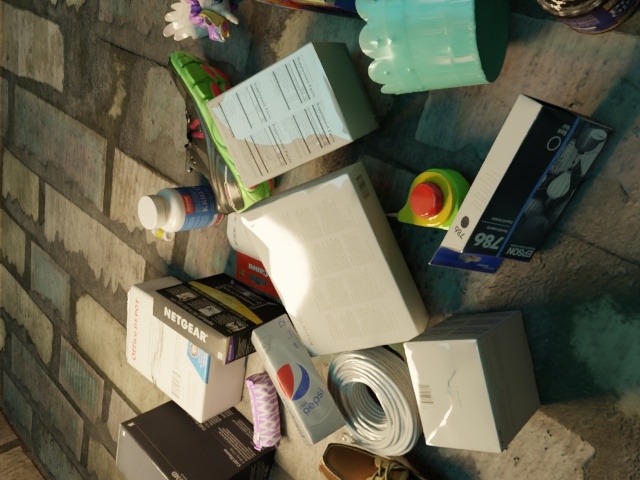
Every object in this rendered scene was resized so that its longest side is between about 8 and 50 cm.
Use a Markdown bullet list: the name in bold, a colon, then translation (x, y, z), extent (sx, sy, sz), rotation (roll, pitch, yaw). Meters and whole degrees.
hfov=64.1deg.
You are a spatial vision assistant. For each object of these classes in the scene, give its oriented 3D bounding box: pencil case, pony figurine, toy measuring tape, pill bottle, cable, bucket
- **pencil case**: translation (-0.164, 0.482, 1.452), extent (0.086, 0.088, 0.206), rotation (-2, 96, 42)
- **pony figurine**: translation (-0.314, -0.663, 1.263), extent (0.350, 0.302, 0.364), rotation (8, 89, 30)
- **toy measuring tape**: translation (0.191, -0.093, 1.034), extent (0.330, 0.121, 0.122), rotation (15, 109, 49)
- **pill bottle**: translation (-0.389, -0.089, 1.440), extent (0.124, 0.221, 0.124), rotation (9, 105, 38)
- **pill bottle**: translation (-0.517, -0.027, 1.677), extent (0.083, 0.043, 0.044), rotation (15, 108, 38)
- **cable**: translation (0.124, 0.360, 1.156), extent (0.257, 0.089, 0.257), rotation (11, 115, 44)
- **pill bottle**: translation (0.380, -0.376, 0.734), extent (0.122, 0.219, 0.123), rotation (9, 104, 39)
- **bucket**: translation (0.201, -0.384, 0.858), extent (0.183, 0.281, 0.281), rotation (6, 103, 30)

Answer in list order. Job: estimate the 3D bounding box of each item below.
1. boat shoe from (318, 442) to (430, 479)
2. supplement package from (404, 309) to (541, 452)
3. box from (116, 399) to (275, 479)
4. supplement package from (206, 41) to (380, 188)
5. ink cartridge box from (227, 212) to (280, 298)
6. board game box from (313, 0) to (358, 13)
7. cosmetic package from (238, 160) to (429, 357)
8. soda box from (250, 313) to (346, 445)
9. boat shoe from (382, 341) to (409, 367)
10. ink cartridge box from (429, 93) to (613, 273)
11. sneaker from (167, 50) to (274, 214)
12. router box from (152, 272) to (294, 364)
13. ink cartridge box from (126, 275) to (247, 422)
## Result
- **boat shoe**: translation (0.157, 0.533, 1.121), extent (0.323, 0.123, 0.120), rotation (24, 136, 8)
- **supplement package**: translation (0.285, 0.250, 0.950), extent (0.149, 0.203, 0.194), rotation (-12, 90, 41)
- **box**: translation (-0.369, 0.637, 1.507), extent (0.343, 0.312, 0.179), rotation (30, 117, 33)
- **supplement package**: translation (-0.051, -0.263, 1.075), extent (0.262, 0.199, 0.198), rotation (-20, 100, 28)
- **ink cartridge box**: translation (-0.180, 0.029, 1.399), extent (0.189, 0.066, 0.233), rotation (20, 107, 36)
- **board game box**: translation (-0.042, -0.527, 1.053), extent (0.347, 0.233, 0.078), rotation (27, 114, 34)
- **cosmetic package**: translation (0.030, 0.055, 1.103), extent (0.284, 0.097, 0.377), rotation (-17, 105, 29)
- **soda box**: translation (-0.057, 0.322, 1.186), extent (0.286, 0.091, 0.098), rotation (60, 159, 14)
- **boat shoe**: translation (0.190, 0.259, 1.140), extent (0.133, 0.049, 0.042), rotation (46, 153, 16)
- **ink cartridge box**: translation (0.332, -0.066, 0.872), extent (0.333, 0.165, 0.065), rotation (-68, 28, 28)
- **sneaker**: translation (-0.302, -0.284, 1.342), extent (0.202, 0.185, 0.483), rotation (-30, 78, 27)
- **router box**: translation (-0.260, 0.197, 1.374), extent (0.308, 0.242, 0.081), rotation (23, 112, 36)
- **ink cartridge box**: translation (-0.418, 0.318, 1.581), extent (0.394, 0.166, 0.286), rotation (23, 112, 34)
